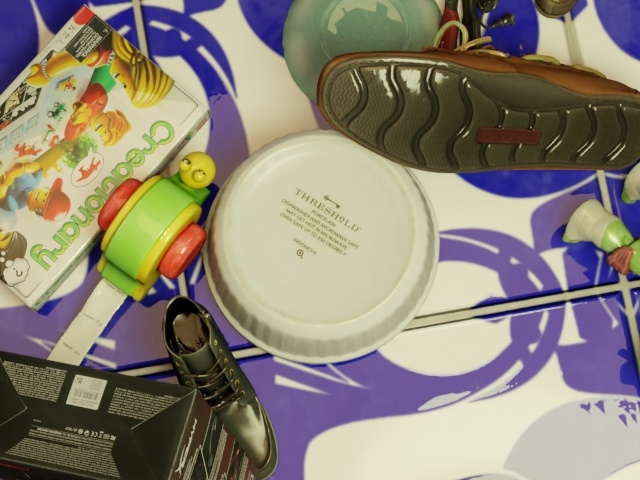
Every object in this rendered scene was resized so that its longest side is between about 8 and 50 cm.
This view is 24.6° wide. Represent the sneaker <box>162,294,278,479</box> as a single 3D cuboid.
[{"bbox_3d":[-0.119,0.166,1.610,0.083,0.118,0.222,-29,82,-4],"label":"sneaker"}]

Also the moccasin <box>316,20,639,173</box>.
[{"bbox_3d":[0.176,-0.158,1.620,0.380,0.147,0.139,-3,117,-17],"label":"moccasin"}]

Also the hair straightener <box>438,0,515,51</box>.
[{"bbox_3d":[0.183,-0.272,1.726,0.089,0.047,0.230,8,74,-20],"label":"hair straightener"}]

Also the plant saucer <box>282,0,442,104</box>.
[{"bbox_3d":[0.052,-0.240,1.717,0.195,0.037,0.195,0,80,1],"label":"plant saucer"}]

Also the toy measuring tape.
[{"bbox_3d":[-0.223,0.038,1.614,0.121,0.121,0.330,37,91,6],"label":"toy measuring tape"}]

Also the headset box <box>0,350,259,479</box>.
[{"bbox_3d":[-0.200,0.231,1.514,0.218,0.293,0.110,9,67,16],"label":"headset box"}]

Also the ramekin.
[{"bbox_3d":[0.000,0.000,1.632,0.273,0.127,0.273,0,81,1],"label":"ramekin"}]

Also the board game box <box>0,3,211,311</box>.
[{"bbox_3d":[-0.298,-0.095,1.686,0.193,0.053,0.305,40,83,5],"label":"board game box"}]

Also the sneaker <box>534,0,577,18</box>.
[{"bbox_3d":[0.307,-0.350,1.715,0.066,0.071,0.188,21,82,4],"label":"sneaker"}]

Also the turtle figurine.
[{"bbox_3d":[0.411,0.056,1.636,0.198,0.275,0.266,-50,62,15],"label":"turtle figurine"}]
